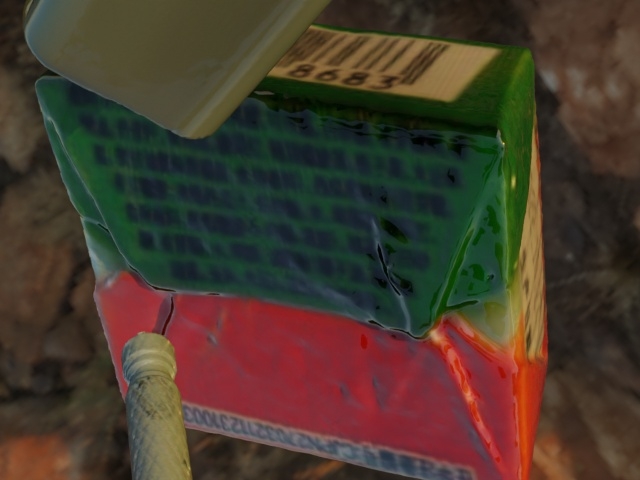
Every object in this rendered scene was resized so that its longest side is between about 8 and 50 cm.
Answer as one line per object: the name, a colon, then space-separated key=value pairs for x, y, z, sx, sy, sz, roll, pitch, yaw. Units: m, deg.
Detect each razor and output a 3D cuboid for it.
razor: x=-0.060 y=0.108 z=0.677 sx=0.232 sy=0.068 sz=0.106 roll=-105 pitch=18 yaw=-58

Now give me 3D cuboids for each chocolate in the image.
chocolate: x=0.000 y=0.000 z=1.291 sx=0.360 sy=0.161 sz=0.341 roll=9 pitch=130 yaw=22

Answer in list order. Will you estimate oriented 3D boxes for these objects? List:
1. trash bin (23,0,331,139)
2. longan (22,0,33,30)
trash bin: x=-0.018 y=-0.239 z=0.930 sx=0.158 sy=0.223 sz=0.343 roll=26 pitch=132 yaw=-14
longan: x=-0.191 y=-0.170 z=1.289 sx=0.075 sy=0.075 sz=0.083 roll=60 pitch=153 yaw=-7
